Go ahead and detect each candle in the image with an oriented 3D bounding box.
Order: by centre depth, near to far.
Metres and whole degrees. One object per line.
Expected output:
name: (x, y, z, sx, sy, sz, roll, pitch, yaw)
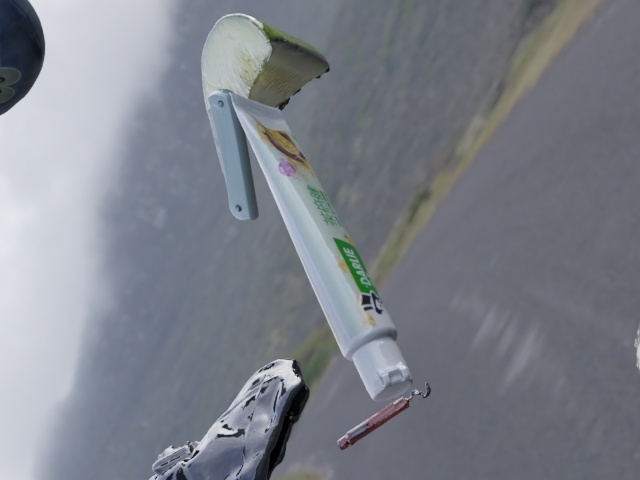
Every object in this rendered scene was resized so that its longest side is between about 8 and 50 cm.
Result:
candle: (0.092, 0.256, 2.176, 0.167, 0.021, 0.026, -35, -17, 20)

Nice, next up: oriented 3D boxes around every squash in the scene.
squash: (-0.103, -0.198, 1.735, 0.169, 0.093, 0.252, -37, -9, 12)

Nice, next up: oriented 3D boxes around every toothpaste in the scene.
toothpaste: (0.000, 0.000, 1.332, 0.056, 0.314, 0.058, -19, -25, -15)

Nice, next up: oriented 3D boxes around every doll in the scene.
doll: (-0.436, -0.229, 1.656, 0.228, 0.258, 0.154, -61, 5, 36)

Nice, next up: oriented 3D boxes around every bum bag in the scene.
bum bag: (-0.110, 0.211, 1.200, 0.310, 0.074, 0.137, -48, 18, 28)

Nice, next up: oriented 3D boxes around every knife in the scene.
knife: (-0.103, -0.099, 1.749, 0.023, 0.044, 0.162, -39, -53, -49)

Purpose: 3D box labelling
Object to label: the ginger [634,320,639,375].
ginger: (0.513, 0.141, 1.725, 0.155, 0.304, 0.244, 70, -139, -67)
